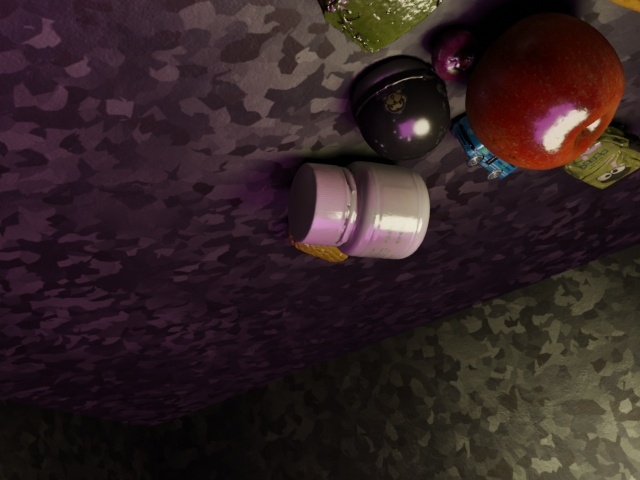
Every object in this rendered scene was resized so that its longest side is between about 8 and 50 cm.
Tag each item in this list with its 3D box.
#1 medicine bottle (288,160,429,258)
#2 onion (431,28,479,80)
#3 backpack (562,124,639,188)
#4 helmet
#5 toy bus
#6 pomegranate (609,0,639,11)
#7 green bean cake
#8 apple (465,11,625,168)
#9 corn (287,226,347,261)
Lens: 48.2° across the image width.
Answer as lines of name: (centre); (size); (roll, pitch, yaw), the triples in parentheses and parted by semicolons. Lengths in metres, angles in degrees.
medicine bottle: (0.097, -0.084, 1.900); (0.324, 0.256, 0.256); (4, 149, -21)
onion: (0.298, -0.402, 1.558); (0.115, 0.104, 0.115); (-14, 120, -25)
backpack: (0.827, -0.262, 2.131); (0.253, 0.140, 0.207); (13, 142, -36)
helmet: (0.198, -0.283, 1.671); (0.230, 0.161, 0.279); (-22, 155, 15)
toy bus: (0.459, -0.262, 1.924); (0.134, 0.114, 0.246); (-34, 152, 23)
pomegranate: (0.627, -0.542, 1.293); (0.307, 0.307, 0.307); (-14, 154, -7)
green bean cake: (0.107, -0.461, 1.306); (0.200, 0.113, 0.214); (-30, 151, 28)
apple: (0.496, -0.322, 1.584); (0.348, 0.277, 0.348); (-38, 160, -16)
corn: (0.000, 0.000, 2.194); (0.106, 0.106, 0.305); (-26, 157, 19)
